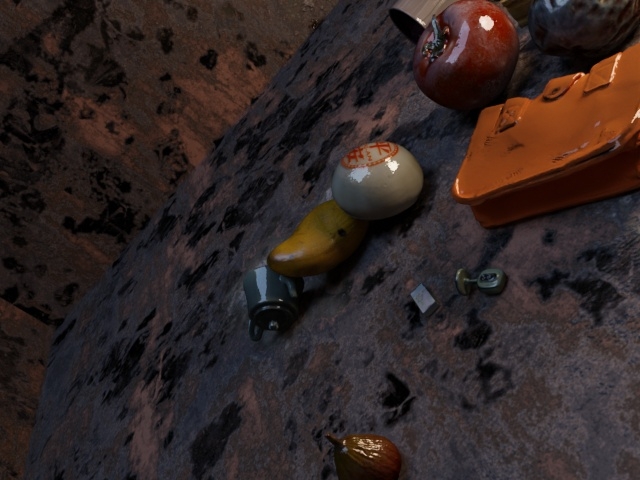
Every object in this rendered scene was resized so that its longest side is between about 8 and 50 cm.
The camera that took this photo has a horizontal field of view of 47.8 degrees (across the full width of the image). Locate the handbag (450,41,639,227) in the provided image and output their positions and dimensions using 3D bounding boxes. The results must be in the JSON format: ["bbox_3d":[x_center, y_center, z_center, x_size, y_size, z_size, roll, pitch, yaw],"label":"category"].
[{"bbox_3d":[0.459,-0.197,1.399,0.410,0.116,0.303,-18,41,49],"label":"handbag"}]

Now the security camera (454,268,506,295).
[{"bbox_3d":[0.307,0.075,1.373,0.092,0.058,0.058,-13,44,42],"label":"security camera"}]

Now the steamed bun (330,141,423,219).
[{"bbox_3d":[0.134,-0.163,1.777,0.232,0.145,0.232,-12,35,8],"label":"steamed bun"}]

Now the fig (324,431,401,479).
[{"bbox_3d":[0.078,0.382,1.247,0.119,0.153,0.119,-11,50,14],"label":"fig"}]

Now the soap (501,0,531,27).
[{"bbox_3d":[0.577,-0.618,1.794,0.252,0.092,0.037,-14,42,53],"label":"soap"}]

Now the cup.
[{"bbox_3d":[0.372,-0.699,2.172,0.273,0.288,0.208,-49,61,3],"label":"cup"}]

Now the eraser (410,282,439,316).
[{"bbox_3d":[0.215,0.122,1.493,0.038,0.019,0.083,-48,25,11],"label":"eraser"}]

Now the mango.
[{"bbox_3d":[0.003,0.004,1.843,0.295,0.120,0.177,-42,42,-20],"label":"mango"}]

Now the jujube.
[{"bbox_3d":[0.569,-0.528,1.539,0.246,0.215,0.308,-10,48,56],"label":"jujube"}]

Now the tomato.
[{"bbox_3d":[0.364,-0.448,1.766,0.270,0.227,0.270,-43,38,47],"label":"tomato"}]

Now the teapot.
[{"bbox_3d":[-0.125,0.174,1.866,0.239,0.162,0.149,-46,35,38],"label":"teapot"}]
